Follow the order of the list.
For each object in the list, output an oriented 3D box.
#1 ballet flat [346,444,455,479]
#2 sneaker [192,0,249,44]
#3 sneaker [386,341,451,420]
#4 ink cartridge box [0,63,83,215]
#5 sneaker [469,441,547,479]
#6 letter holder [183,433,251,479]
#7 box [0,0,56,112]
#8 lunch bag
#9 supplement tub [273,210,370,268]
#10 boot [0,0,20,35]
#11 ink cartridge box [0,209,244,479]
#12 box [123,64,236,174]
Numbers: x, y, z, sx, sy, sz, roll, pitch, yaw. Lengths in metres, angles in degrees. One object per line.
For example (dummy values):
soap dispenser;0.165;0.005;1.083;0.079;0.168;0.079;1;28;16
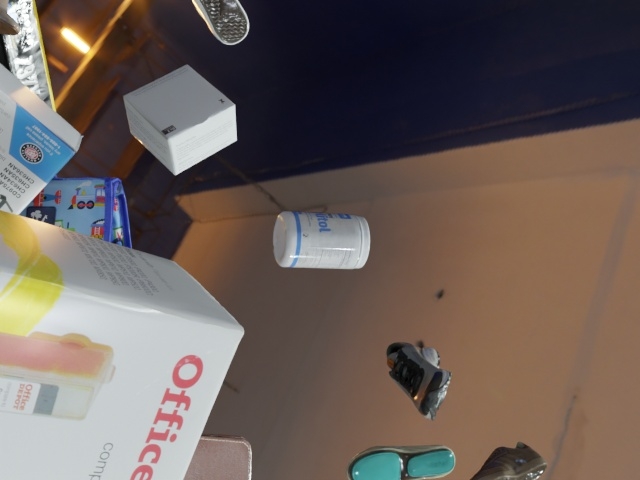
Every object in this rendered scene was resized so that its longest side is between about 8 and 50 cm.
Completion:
ballet flat;0.150;0.443;1.463;0.086;0.248;0.086;-174;-90;-65
sneaker;-0.235;-0.516;1.395;0.106;0.290;0.123;-27;-143;-7
sneaker;0.185;0.270;1.446;0.271;0.108;0.100;-108;-140;-82
ink cartridge box;-0.444;-0.094;0.914;0.232;0.171;0.168;-46;-158;2
sneaker;0.320;0.412;1.318;0.071;0.188;0.066;45;-53;44
letter holder;-0.233;0.416;1.042;0.152;0.214;0.301;-7;-109;53
box;-0.572;-0.298;1.242;0.257;0.322;0.079;24;-138;25
lunch bag;-0.407;0.030;1.132;0.221;0.138;0.293;-3;-91;9
supplement tub;0.000;0.000;0.917;0.071;0.107;0.071;-179;-90;-70
boot;-0.408;-0.311;0.929;0.118;0.042;0.087;23;-113;11
ink cartridge box;-0.285;0.115;0.503;0.160;0.385;0.279;31;-80;54
box;-0.314;-0.274;1.662;0.181;0.119;0.182;-34;-118;-26
